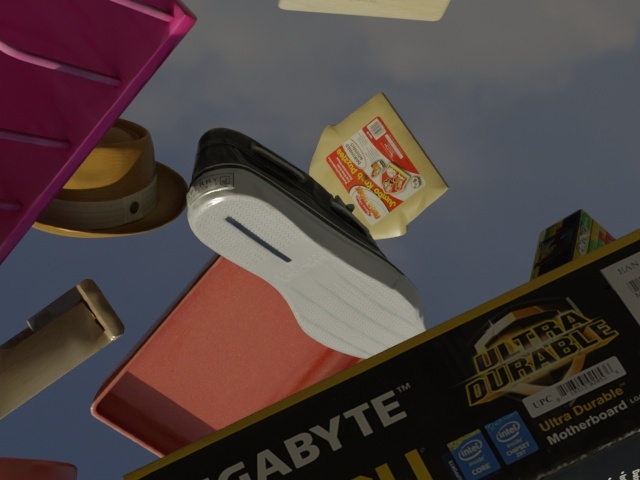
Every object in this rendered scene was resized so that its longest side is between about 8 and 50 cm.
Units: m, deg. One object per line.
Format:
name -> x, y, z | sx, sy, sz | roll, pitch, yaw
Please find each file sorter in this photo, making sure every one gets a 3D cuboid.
file sorter -> -0.289, -0.143, 1.227 | 0.202, 0.291, 0.182 | 47, -164, 22

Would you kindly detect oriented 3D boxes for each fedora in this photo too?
fedora -> -0.217, -0.071, 1.515 | 0.194, 0.079, 0.194 | 5, -154, -3

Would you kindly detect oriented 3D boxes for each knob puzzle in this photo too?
knob puzzle -> 0.067, -0.086, 2.261 | 0.213, 0.213, 0.030 | 29, -165, 18

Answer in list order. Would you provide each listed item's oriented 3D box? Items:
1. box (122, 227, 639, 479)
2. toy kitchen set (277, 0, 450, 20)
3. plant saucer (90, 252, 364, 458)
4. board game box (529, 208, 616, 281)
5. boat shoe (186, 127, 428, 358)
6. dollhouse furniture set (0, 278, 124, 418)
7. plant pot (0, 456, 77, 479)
box -> 0.087, 0.145, 0.644 | 0.257, 0.322, 0.079 | -27, -128, -6
toy kitchen set -> 0.046, -0.279, 1.072 | 0.122, 0.207, 0.166 | 3, -119, -15
plant saucer -> -0.089, 0.125, 1.674 | 0.259, 0.258, 0.048 | 41, 180, -43
board game box -> 0.210, 0.083, 1.152 | 0.141, 0.048, 0.170 | 38, -136, -20
boat shoe -> 0.000, 0.000, 1.550 | 0.335, 0.121, 0.119 | 43, -144, -40
dollhouse furniture set -> -0.427, 0.012, 1.576 | 0.256, 0.362, 0.394 | -35, -87, -33
plant pot -> -0.314, 0.281, 1.125 | 0.275, 0.243, 0.275 | -1, 170, 0
